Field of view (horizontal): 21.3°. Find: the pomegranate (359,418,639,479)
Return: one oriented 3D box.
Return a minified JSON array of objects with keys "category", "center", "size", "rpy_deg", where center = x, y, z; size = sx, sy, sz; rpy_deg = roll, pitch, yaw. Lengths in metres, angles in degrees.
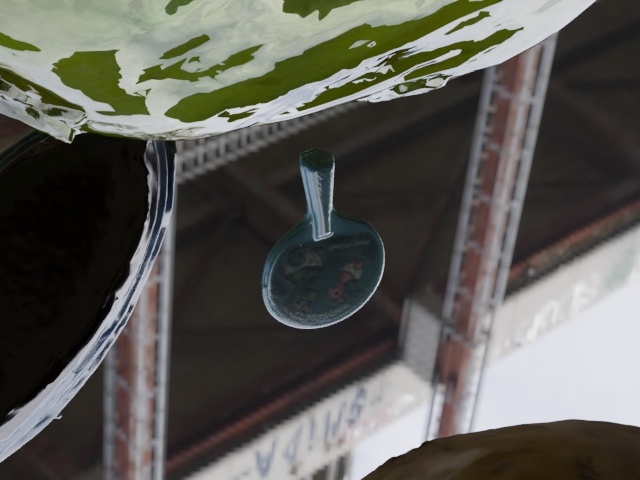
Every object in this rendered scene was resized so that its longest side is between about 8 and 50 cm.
[{"category":"pomegranate","center":[0.115,0.235,0.816],"size":[0.322,0.322,0.322],"rpy_deg":[4,-141,-3]}]

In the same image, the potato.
[{"category":"potato","center":[-0.015,-0.107,0.420],"size":[0.253,0.186,0.148],"rpy_deg":[-8,-107,-62]}]

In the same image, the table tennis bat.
[{"category":"table tennis bat","center":[0.000,0.000,1.585],"size":[0.124,0.201,0.033],"rpy_deg":[-16,-140,-16]}]

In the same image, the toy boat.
[{"category":"toy boat","center":[-0.184,0.037,1.015],"size":[0.129,0.142,0.309],"rpy_deg":[36,-97,-6]}]
